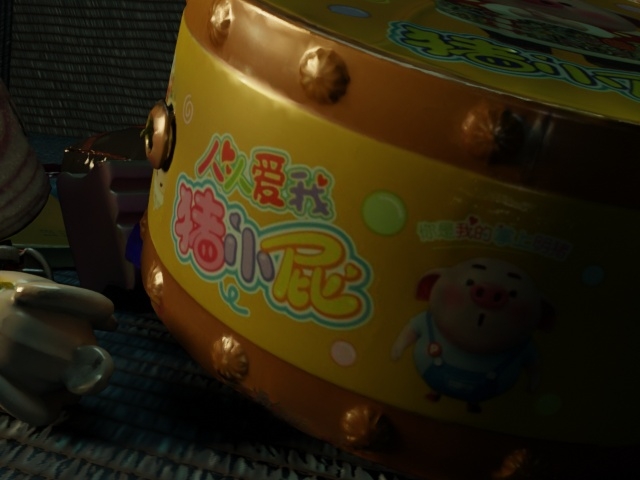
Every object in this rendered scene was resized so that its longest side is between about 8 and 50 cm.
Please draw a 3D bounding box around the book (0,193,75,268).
[{"bbox_3d":[-0.433,-0.051,1.212,0.269,0.032,0.389,0,22,-34],"label":"book"}]

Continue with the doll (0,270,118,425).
[{"bbox_3d":[-0.279,0.004,0.668,0.384,0.188,0.099,24,-2,20],"label":"doll"}]

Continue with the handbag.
[{"bbox_3d":[-0.188,-0.064,1.292,0.169,0.155,0.215,6,8,34],"label":"handbag"}]

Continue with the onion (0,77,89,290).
[{"bbox_3d":[-0.376,-0.061,0.932,0.256,0.272,0.230,-4,-4,-40],"label":"onion"}]

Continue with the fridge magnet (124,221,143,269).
[{"bbox_3d":[-0.030,0.022,0.904,0.265,0.112,0.265,4,8,-1],"label":"fridge magnet"}]

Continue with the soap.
[{"bbox_3d":[-0.159,-0.014,1.035,0.065,0.122,0.203,-15,-3,23],"label":"soap"}]

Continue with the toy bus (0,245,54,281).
[{"bbox_3d":[-0.282,0.037,0.779,0.174,0.079,0.077,3,-2,-15],"label":"toy bus"}]

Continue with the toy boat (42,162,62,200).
[{"bbox_3d":[-0.376,-0.068,1.557,0.392,0.079,0.136,-3,12,-34],"label":"toy boat"}]

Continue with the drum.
[{"bbox_3d":[0.100,-0.044,0.691,0.431,0.214,0.431,12,24,-5],"label":"drum"}]
